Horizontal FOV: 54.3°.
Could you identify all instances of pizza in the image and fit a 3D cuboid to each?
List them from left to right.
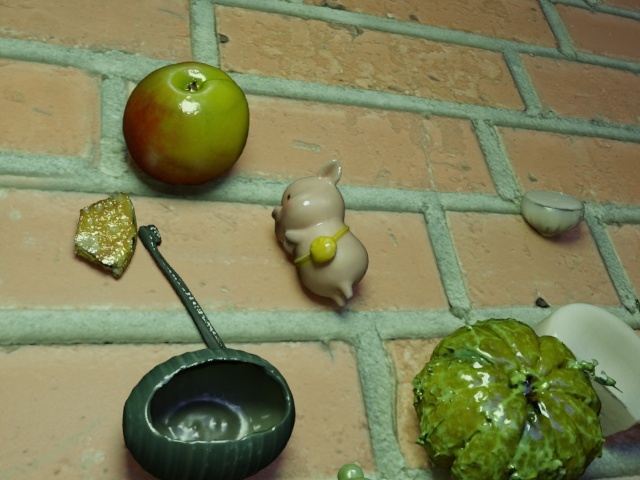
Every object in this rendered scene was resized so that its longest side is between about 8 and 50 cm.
[{"bbox_3d":[-0.360,-0.012,1.054,0.099,0.036,0.160,6,56,-19],"label":"pizza"}]

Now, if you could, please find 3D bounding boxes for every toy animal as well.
[{"bbox_3d":[0.002,-0.001,1.119,0.149,0.165,0.248,-3,66,-29],"label":"toy animal"}]

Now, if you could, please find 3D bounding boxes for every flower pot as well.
[{"bbox_3d":[-0.155,0.250,0.887,0.243,0.157,0.189,1,57,-20],"label":"flower pot"}]

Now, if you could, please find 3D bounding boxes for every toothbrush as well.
[{"bbox_3d":[-0.225,0.091,1.045,0.030,0.030,0.297,-19,66,-42],"label":"toothbrush"}]

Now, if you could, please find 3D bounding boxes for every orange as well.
[{"bbox_3d":[0.296,0.282,1.007,0.300,0.223,0.301,28,50,17],"label":"orange"}]

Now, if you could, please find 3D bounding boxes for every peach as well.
[{"bbox_3d":[-0.237,-0.208,1.122,0.231,0.231,0.231,10,55,-15],"label":"peach"}]

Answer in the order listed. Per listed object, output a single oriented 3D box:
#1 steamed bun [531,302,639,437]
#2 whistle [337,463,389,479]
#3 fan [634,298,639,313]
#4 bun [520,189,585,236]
[{"bbox_3d":[0.513,0.229,1.172,0.242,0.146,0.164,46,58,11],"label":"steamed bun"},{"bbox_3d":[0.019,0.439,0.862,0.131,0.106,0.288,43,52,6],"label":"whistle"},{"bbox_3d":[0.645,0.236,1.180,0.335,0.011,0.230,57,22,-27],"label":"fan"},{"bbox_3d":[0.515,-0.053,1.400,0.138,0.094,0.138,6,25,-3],"label":"bun"}]
